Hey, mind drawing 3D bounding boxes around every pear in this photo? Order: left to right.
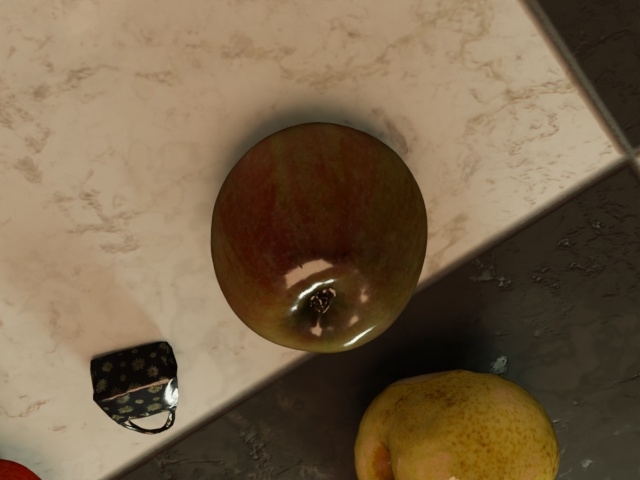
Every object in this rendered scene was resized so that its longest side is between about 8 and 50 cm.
[{"bbox_3d":[0.184,0.286,1.647,0.271,0.271,0.271,-4,126,-6],"label":"pear"}]

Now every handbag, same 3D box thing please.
[{"bbox_3d":[-0.233,0.213,1.640,0.115,0.072,0.139,-16,130,-2],"label":"handbag"}]

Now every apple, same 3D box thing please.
[{"bbox_3d":[0.000,0.000,1.424,0.256,0.234,0.257,-3,123,-4],"label":"apple"}]

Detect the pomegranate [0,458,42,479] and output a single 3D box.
[{"bbox_3d":[-0.470,0.409,1.664,0.256,0.221,0.221,-2,127,8],"label":"pomegranate"}]
